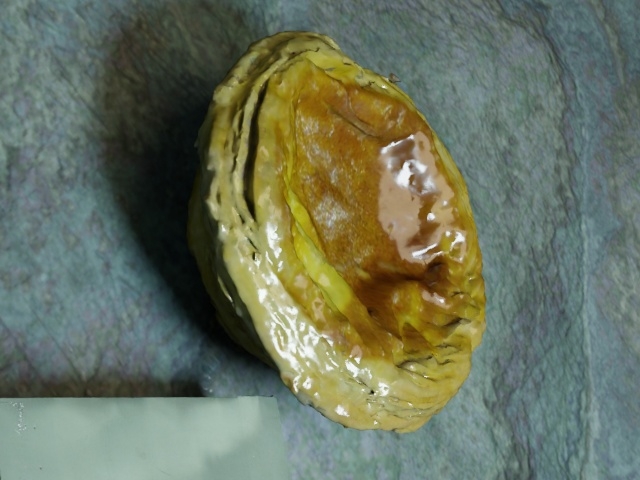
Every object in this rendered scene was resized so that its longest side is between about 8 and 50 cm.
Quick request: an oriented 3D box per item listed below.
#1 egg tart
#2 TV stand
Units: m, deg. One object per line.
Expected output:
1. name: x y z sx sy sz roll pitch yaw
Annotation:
1. egg tart: 0.000 0.000 1.525 0.352 0.150 0.352 23 58 -44
2. TV stand: -0.149 0.167 1.357 0.269 0.083 0.088 4 69 -43
